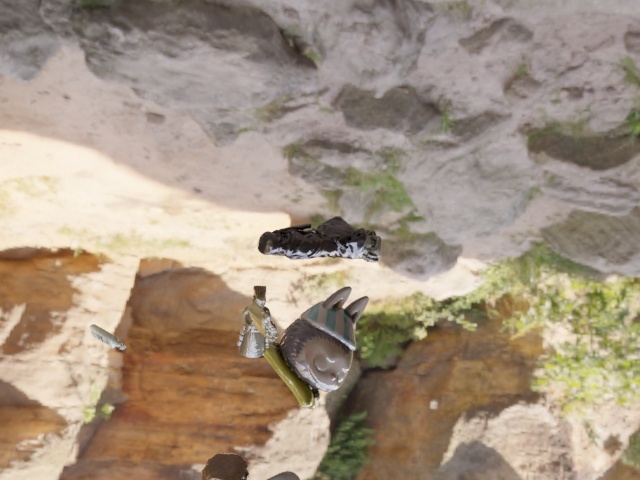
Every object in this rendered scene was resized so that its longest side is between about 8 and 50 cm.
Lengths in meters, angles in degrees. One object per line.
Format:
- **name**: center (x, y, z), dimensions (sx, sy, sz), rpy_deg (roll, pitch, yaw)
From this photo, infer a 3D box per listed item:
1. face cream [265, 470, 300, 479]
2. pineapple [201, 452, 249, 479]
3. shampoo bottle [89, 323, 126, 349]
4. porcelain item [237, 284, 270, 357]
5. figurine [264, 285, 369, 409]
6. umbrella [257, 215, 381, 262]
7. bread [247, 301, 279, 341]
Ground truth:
- **face cream**: center (-0.051, 0.663, 1.404), dimensions (0.163, 0.337, 0.080), rpy_deg (-33, 153, 5)
- **pineapple**: center (-0.233, 0.594, 1.532), dimensions (0.119, 0.237, 0.111), rpy_deg (-2, -149, -30)
- **shampoo bottle**: center (-0.655, 0.303, 2.096), dimensions (0.141, 0.034, 0.049), rpy_deg (23, 130, 26)
- **porcelain item**: center (-0.167, 0.212, 1.774), dimensions (0.084, 0.054, 0.213), rpy_deg (1, 124, -15)
- **figurine**: center (0.023, 0.325, 2.158), dimensions (0.377, 0.266, 0.361), rpy_deg (-37, -179, -8)
- **umbrella**: center (0.004, -0.001, 1.630), dimensions (0.357, 0.106, 0.113), rpy_deg (2, -165, -42)
- **bread**: center (-0.127, 0.178, 1.494), dimensions (0.070, 0.035, 0.083), rpy_deg (36, 157, 41)
